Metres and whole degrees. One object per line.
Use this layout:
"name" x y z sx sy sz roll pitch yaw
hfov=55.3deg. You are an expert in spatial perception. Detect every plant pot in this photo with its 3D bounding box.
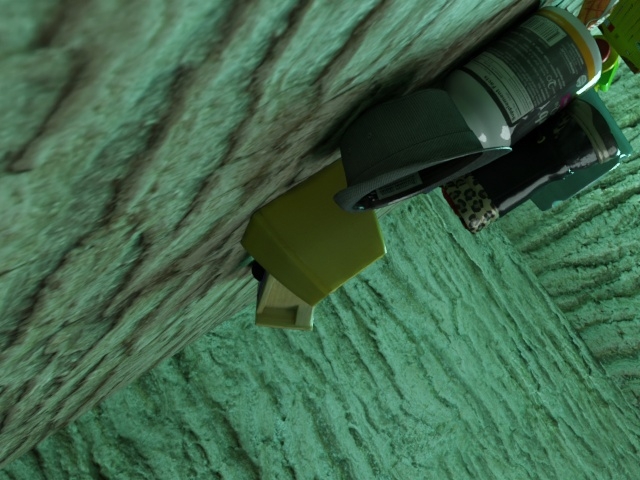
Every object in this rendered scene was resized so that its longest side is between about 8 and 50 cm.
"plant pot" 0.555 -0.276 1.503 0.341 0.334 0.341 -36 175 -4
"plant pot" 0.000 0.000 1.144 0.212 0.187 0.212 -35 176 -20

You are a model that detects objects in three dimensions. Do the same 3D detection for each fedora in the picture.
"fedora" 0.129 -0.139 0.904 0.243 0.124 0.275 -15 173 -32

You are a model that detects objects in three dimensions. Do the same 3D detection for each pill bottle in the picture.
"pill bottle" 0.309 -0.249 1.025 0.278 0.162 0.162 -36 175 0

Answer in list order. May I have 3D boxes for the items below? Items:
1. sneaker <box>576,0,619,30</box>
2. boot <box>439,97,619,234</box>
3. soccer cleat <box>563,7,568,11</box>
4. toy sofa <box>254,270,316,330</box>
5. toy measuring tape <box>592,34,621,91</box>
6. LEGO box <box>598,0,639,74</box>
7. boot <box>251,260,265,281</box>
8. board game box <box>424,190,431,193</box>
"sneaker" 0.491 -0.428 1.074 0.175 0.067 0.064 -52 168 25
"boot" 0.361 -0.155 1.167 0.284 0.138 0.377 -33 -163 10
"soccer cleat" 0.463 -0.404 1.205 0.076 0.068 0.196 -34 179 20
"toy sofa" -0.058 0.070 1.409 0.150 0.177 0.362 6 154 -10
"toy measuring tape" 0.726 -0.521 1.558 0.121 0.121 0.330 21 91 -85
"LEGO box" 0.792 -0.559 1.213 0.372 0.193 0.500 -37 175 15
"boot" -0.061 0.043 1.715 0.264 0.096 0.280 -36 176 0
"board game box" 0.198 -0.159 1.271 0.165 0.042 0.243 13 -154 32
